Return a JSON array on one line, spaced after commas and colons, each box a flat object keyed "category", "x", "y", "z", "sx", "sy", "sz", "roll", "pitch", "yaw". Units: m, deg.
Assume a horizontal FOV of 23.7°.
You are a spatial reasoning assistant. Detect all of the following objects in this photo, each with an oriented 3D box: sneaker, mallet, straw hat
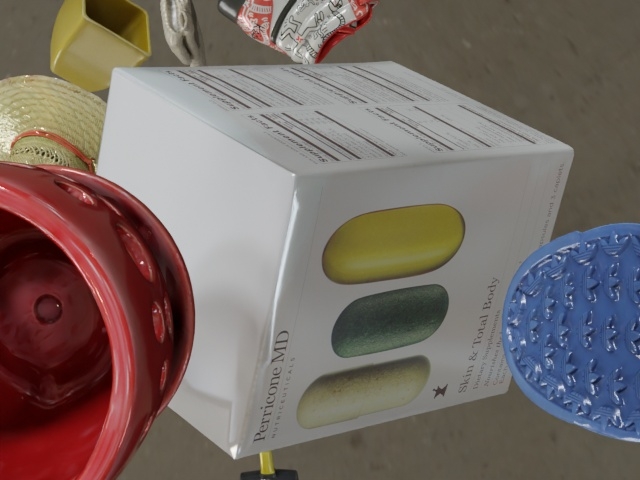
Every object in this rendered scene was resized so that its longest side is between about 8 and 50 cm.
[{"category": "sneaker", "x": 0.020, "y": -0.320, "z": 1.660, "sx": 0.145, "sy": 0.090, "sz": 0.270, "roll": 36, "pitch": 94, "yaw": 6}, {"category": "mallet", "x": -0.065, "y": 0.193, "z": 1.506, "sx": 0.062, "sy": 0.039, "sz": 0.190, "roll": -10, "pitch": 125, "yaw": 5}, {"category": "straw hat", "x": -0.197, "y": -0.044, "z": 1.102, "sx": 0.144, "sy": 0.061, "sz": 0.144, "roll": 11, "pitch": 137, "yaw": 10}, {"category": "sneaker", "x": 0.170, "y": 0.034, "z": 0.527, "sx": 0.090, "sy": 0.232, "sz": 0.081, "roll": 9, "pitch": 83, "yaw": -38}]

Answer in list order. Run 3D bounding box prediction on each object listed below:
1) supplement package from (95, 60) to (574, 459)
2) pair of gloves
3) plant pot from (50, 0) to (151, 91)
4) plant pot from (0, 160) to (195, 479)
[{"category": "supplement package", "x": 0.000, "y": 0.000, "z": 1.062, "sx": 0.262, "sy": 0.198, "sz": 0.199, "roll": -7, "pitch": 118, "yaw": -42}, {"category": "pair of gloves", "x": -0.174, "y": -0.321, "z": 1.814, "sx": 0.042, "sy": 0.204, "sz": 0.240, "roll": -8, "pitch": 82, "yaw": 0}, {"category": "plant pot", "x": -0.226, "y": -0.197, "z": 1.514, "sx": 0.081, "sy": 0.081, "sz": 0.083, "roll": 30, "pitch": 121, "yaw": -31}, {"category": "plant pot", "x": -0.166, "y": 0.048, "z": 0.797, "sx": 0.191, "sy": 0.174, "sz": 0.191, "roll": 1, "pitch": 98, "yaw": 7}]
